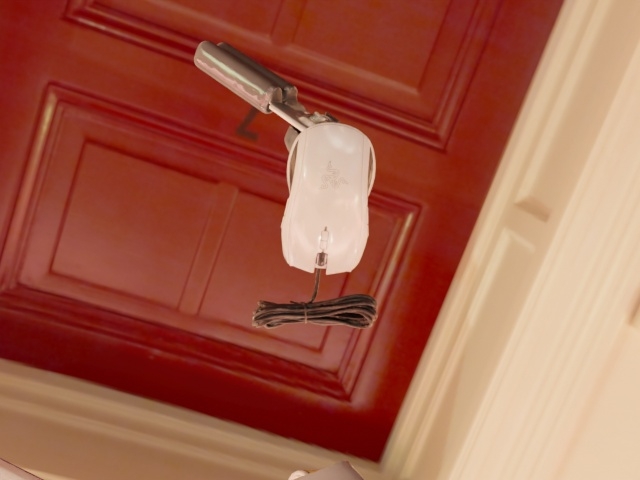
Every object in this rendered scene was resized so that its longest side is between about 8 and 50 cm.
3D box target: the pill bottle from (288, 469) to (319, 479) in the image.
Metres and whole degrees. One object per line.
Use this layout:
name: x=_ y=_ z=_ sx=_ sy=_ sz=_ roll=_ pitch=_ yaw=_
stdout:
pill bottle: x=0.000 y=0.450 z=1.411 sx=0.116 sy=0.065 sz=0.065 roll=14 pitch=-167 yaw=-45

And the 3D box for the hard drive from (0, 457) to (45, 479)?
hard drive: x=-0.231 y=0.306 z=0.601 sx=0.040 sy=0.210 sz=0.319 roll=19 pitch=158 yaw=50

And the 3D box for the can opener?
can opener: x=-0.082 y=-0.196 z=1.153 sx=0.283 sy=0.095 sz=0.076 roll=37 pitch=-153 yaw=24

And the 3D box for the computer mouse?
computer mouse: x=0.000 y=0.000 z=0.610 sx=0.106 sy=0.193 sz=0.042 roll=5 pitch=-145 yaw=1

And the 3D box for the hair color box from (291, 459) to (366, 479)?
hair color box: x=0.023 y=0.226 z=0.204 sx=0.185 sy=0.114 sz=0.374 roll=-13 pitch=-158 yaw=-26
